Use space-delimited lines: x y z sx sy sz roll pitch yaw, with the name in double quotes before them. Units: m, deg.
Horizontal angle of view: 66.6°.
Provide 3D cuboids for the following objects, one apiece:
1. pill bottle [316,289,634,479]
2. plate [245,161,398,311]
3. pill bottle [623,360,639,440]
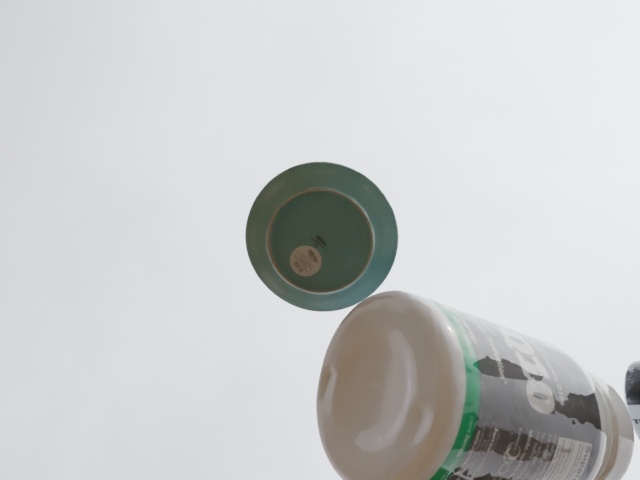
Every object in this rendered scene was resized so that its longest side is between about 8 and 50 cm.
"pill bottle" 0.193 0.200 0.574 0.204 0.361 0.204 -35 -136 43
"plate" 0.000 0.000 0.587 0.188 0.024 0.188 1 -78 4
"pill bottle" 0.544 0.209 0.620 0.246 0.131 0.130 -25 -96 49
